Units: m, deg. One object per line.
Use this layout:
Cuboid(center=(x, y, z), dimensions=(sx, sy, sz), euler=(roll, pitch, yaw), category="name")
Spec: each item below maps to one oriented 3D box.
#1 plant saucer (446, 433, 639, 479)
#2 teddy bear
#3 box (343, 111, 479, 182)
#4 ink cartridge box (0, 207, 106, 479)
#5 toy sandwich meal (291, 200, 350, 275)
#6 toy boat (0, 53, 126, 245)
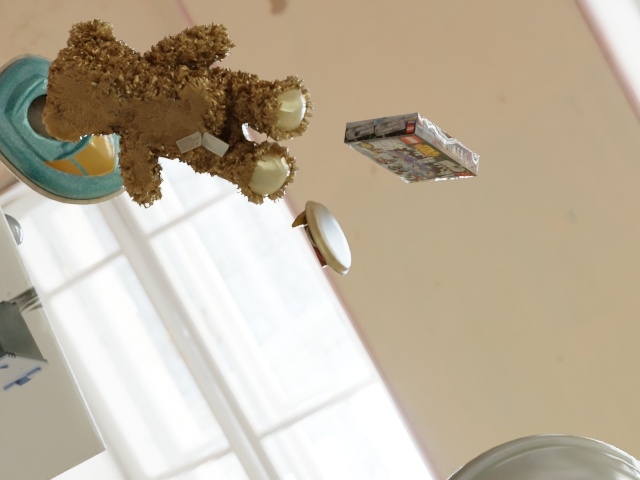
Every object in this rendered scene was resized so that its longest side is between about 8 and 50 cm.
Cuboid(center=(0.253, 0.387, 1.133), dimensions=(0.400, 0.401, 0.100), euler=(-30, -175, -25), category="plant saucer")
Cuboid(center=(-0.177, -0.163, 1.517), dimensions=(0.337, 0.245, 0.113), euler=(0, -158, 0), category="teddy bear")
Cuboid(center=(0.103, -0.101, 1.321), dimensions=(0.093, 0.027, 0.137), euler=(-5, 160, 37), category="box")
Cuboid(center=(-0.218, 0.059, 0.755), dimensions=(0.082, 0.191, 0.139), euler=(-26, -174, -19), category="ink cartridge box")
Cuboid(center=(0.000, 0.000, 1.113), dimensions=(0.029, 0.086, 0.085), euler=(-26, -177, 17), category="toy sandwich meal")
Cuboid(center=(-0.424, -0.110, 1.800), dimensions=(0.318, 0.267, 0.148), euler=(-60, -157, -16), category="toy boat")
